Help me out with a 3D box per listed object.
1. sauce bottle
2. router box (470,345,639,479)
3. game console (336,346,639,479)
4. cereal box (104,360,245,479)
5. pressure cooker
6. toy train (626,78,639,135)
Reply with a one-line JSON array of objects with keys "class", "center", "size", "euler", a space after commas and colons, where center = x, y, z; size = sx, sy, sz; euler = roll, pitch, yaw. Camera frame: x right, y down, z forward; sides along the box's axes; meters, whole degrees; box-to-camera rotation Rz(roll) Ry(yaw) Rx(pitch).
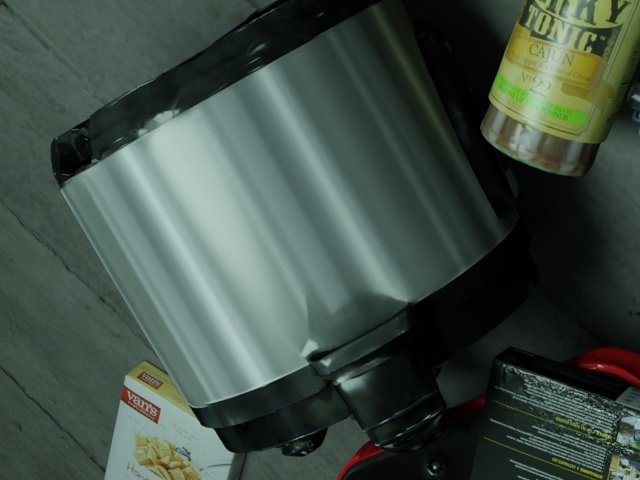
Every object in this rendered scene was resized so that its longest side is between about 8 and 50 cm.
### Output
[{"class": "sauce bottle", "center": [0.236, -0.226, 1.221], "size": [0.111, 0.111, 0.344], "euler": [25, 112, 20]}, {"class": "router box", "center": [0.229, 0.185, 1.307], "size": [0.179, 0.046, 0.133], "euler": [19, 112, 26]}, {"class": "game console", "center": [0.216, 0.309, 1.410], "size": [0.387, 0.060, 0.342], "euler": [-28, 88, 34]}, {"class": "cereal box", "center": [-0.188, 0.289, 1.884], "size": [0.173, 0.047, 0.240], "euler": [29, 129, 18]}, {"class": "pressure cooker", "center": [-0.005, 0.003, 1.380], "size": [0.376, 0.370, 0.420], "euler": [-24, 97, 45]}, {"class": "toy train", "center": [0.353, -0.098, 1.250], "size": [0.184, 0.105, 0.080], "euler": [26, 119, 20]}]
